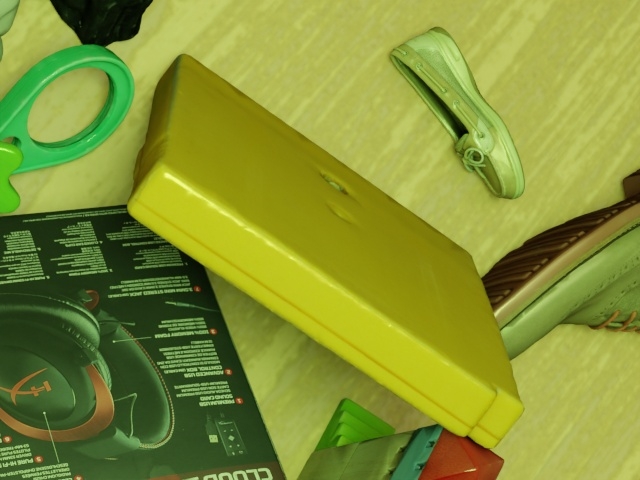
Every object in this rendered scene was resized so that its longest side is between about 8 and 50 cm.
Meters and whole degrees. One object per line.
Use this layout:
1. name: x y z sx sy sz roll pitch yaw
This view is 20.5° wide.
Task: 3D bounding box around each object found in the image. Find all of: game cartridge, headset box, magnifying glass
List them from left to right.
1. magnifying glass: -0.233 -0.063 1.263 0.231 0.092 0.026 -32 55 -14
2. headset box: -0.161 0.121 1.158 0.218 0.110 0.293 -7 50 -23
3. game cartridge: 0.000 0.000 1.222 0.285 0.324 0.053 35 105 -11

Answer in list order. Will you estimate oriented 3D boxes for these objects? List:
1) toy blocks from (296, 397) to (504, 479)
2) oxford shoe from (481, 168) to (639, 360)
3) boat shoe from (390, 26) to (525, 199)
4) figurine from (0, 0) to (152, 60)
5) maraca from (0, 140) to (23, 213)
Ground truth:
1. toy blocks: 0.012 0.277 1.185 0.190 0.261 0.381 35 69 -12
2. oxford shoe: 0.248 0.030 1.410 0.348 0.123 0.130 -30 96 -23
3. boat shoe: 0.111 -0.096 1.417 0.048 0.056 0.153 -28 89 -15
4. figurine: -0.196 -0.176 1.222 0.215 0.209 0.092 -28 90 -24
5. maraca: -0.283 -0.067 1.179 0.127 0.099 0.185 -39 117 15
